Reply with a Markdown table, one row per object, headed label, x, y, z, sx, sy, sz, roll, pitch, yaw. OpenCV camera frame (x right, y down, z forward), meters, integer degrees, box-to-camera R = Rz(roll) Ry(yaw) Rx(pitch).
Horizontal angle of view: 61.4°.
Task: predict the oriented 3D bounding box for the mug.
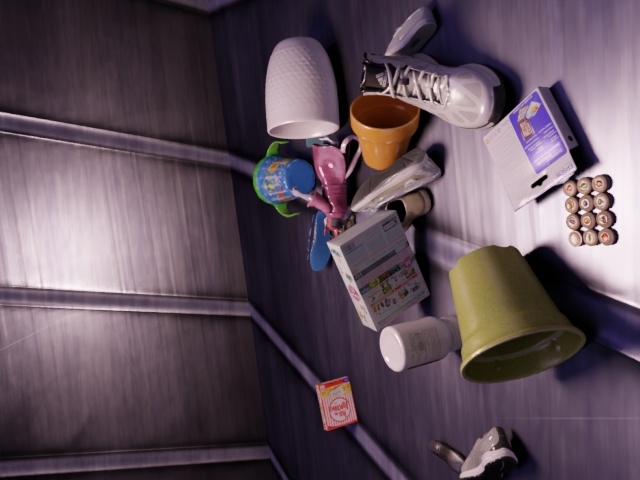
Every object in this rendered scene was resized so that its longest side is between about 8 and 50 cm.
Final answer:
| label | x | y | z | sx | sy | sz | roll | pitch | yaw |
| --- | --- | --- | --- | --- | --- | --- | --- | --- | --- |
| mug | -0.068 | -0.576 | 2.085 | 0.374 | 0.276 | 0.328 | 14 | -108 | -83 |

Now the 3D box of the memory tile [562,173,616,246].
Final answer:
| label | x | y | z | sx | sy | sz | roll | pitch | yaw |
| --- | --- | --- | --- | --- | --- | --- | --- | --- | --- |
| memory tile | 0.560 | -0.060 | 1.129 | 0.113 | 0.012 | 0.148 | 177 | 84 | -66 |

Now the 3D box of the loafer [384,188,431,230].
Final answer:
| label | x | y | z | sx | sy | sz | roll | pitch | yaw |
| --- | --- | --- | --- | --- | --- | --- | --- | --- | --- |
| loafer | 0.247 | -0.089 | 1.716 | 0.268 | 0.092 | 0.102 | 134 | 123 | -61 |

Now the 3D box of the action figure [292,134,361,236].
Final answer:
| label | x | y | z | sx | sy | sz | roll | pitch | yaw |
| --- | --- | --- | --- | --- | --- | --- | --- | --- | --- |
| action figure | 0.064 | -0.198 | 2.023 | 0.275 | 0.248 | 0.370 | 0 | 96 | 39 |

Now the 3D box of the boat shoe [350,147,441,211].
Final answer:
| label | x | y | z | sx | sy | sz | roll | pitch | yaw |
| --- | --- | --- | --- | --- | --- | --- | --- | --- | --- |
| boat shoe | 0.216 | -0.161 | 1.640 | 0.320 | 0.103 | 0.118 | -34 | 26 | 40 |

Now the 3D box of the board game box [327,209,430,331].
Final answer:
| label | x | y | z | sx | sy | sz | roll | pitch | yaw |
| --- | --- | --- | --- | --- | --- | --- | --- | --- | --- |
| board game box | 0.181 | 0.089 | 1.656 | 0.097 | 0.224 | 0.303 | 12 | 130 | 64 |

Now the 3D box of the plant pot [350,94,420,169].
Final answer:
| label | x | y | z | sx | sy | sz | roll | pitch | yaw |
| --- | --- | --- | --- | --- | --- | --- | --- | --- | --- |
| plant pot | 0.195 | -0.327 | 1.650 | 0.188 | 0.205 | 0.205 | 84 | 162 | -49 |

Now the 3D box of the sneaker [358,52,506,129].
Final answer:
| label | x | y | z | sx | sy | sz | roll | pitch | yaw |
| --- | --- | --- | --- | --- | --- | --- | --- | --- | --- |
| sneaker | 0.250 | -0.386 | 1.403 | 0.447 | 0.257 | 0.169 | -135 | 43 | -53 |

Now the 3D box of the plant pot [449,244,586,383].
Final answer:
| label | x | y | z | sx | sy | sz | roll | pitch | yaw |
| --- | --- | --- | --- | --- | --- | --- | --- | --- | --- |
| plant pot | 0.423 | 0.158 | 1.252 | 0.276 | 0.276 | 0.254 | 113 | 153 | -50 |

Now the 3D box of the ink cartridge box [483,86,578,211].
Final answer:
| label | x | y | z | sx | sy | sz | roll | pitch | yaw |
| --- | --- | --- | --- | --- | --- | --- | --- | --- | --- |
| ink cartridge box | 0.478 | -0.201 | 1.222 | 0.206 | 0.045 | 0.208 | 131 | 127 | -60 |

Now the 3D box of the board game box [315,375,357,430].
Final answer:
| label | x | y | z | sx | sy | sz | roll | pitch | yaw |
| --- | --- | --- | --- | --- | --- | --- | --- | --- | --- |
| board game box | 0.069 | 0.700 | 2.321 | 0.045 | 0.146 | 0.194 | 155 | 104 | -65 |

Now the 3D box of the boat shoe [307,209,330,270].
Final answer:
| label | x | y | z | sx | sy | sz | roll | pitch | yaw |
| --- | --- | --- | --- | --- | --- | --- | --- | --- | --- |
| boat shoe | 0.000 | 0.000 | 2.316 | 0.089 | 0.109 | 0.258 | -161 | 81 | -71 |

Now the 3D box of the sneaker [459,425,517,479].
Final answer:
| label | x | y | z | sx | sy | sz | roll | pitch | yaw |
| --- | --- | --- | --- | --- | --- | --- | --- | --- | --- |
| sneaker | 0.463 | 0.606 | 1.502 | 0.272 | 0.100 | 0.108 | 106 | 170 | -49 |

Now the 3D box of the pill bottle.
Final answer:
| label | x | y | z | sx | sy | sz | roll | pitch | yaw |
| --- | --- | --- | --- | --- | --- | --- | --- | --- | --- |
| pill bottle | 0.300 | 0.291 | 1.562 | 0.131 | 0.229 | 0.131 | 34 | 129 | 58 |

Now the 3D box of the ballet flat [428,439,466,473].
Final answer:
| label | x | y | z | sx | sy | sz | roll | pitch | yaw |
| --- | --- | --- | --- | --- | --- | --- | --- | --- | --- |
| ballet flat | 0.413 | 0.679 | 1.696 | 0.173 | 0.049 | 0.058 | 24 | 93 | 56 |

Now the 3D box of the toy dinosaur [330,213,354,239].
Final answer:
| label | x | y | z | sx | sy | sz | roll | pitch | yaw |
| --- | --- | --- | --- | --- | --- | --- | --- | --- | --- |
| toy dinosaur | 0.077 | -0.009 | 2.167 | 0.118 | 0.064 | 0.268 | 49 | 145 | 39 |

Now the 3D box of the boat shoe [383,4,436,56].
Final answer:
| label | x | y | z | sx | sy | sz | roll | pitch | yaw |
| --- | --- | --- | --- | --- | --- | --- | --- | --- | --- |
| boat shoe | 0.254 | -0.589 | 1.560 | 0.227 | 0.079 | 0.081 | -32 | 60 | 59 |

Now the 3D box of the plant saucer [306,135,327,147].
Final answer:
| label | x | y | z | sx | sy | sz | roll | pitch | yaw |
| --- | --- | --- | --- | --- | --- | --- | --- | --- | --- |
| plant saucer | -0.019 | -0.430 | 2.280 | 0.192 | 0.018 | 0.067 | 11 | 108 | 64 |

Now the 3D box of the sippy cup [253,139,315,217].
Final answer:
| label | x | y | z | sx | sy | sz | roll | pitch | yaw |
| --- | --- | --- | --- | --- | --- | --- | --- | --- | --- |
| sippy cup | -0.147 | -0.274 | 2.396 | 0.305 | 0.240 | 0.224 | 49 | 156 | -26 |
